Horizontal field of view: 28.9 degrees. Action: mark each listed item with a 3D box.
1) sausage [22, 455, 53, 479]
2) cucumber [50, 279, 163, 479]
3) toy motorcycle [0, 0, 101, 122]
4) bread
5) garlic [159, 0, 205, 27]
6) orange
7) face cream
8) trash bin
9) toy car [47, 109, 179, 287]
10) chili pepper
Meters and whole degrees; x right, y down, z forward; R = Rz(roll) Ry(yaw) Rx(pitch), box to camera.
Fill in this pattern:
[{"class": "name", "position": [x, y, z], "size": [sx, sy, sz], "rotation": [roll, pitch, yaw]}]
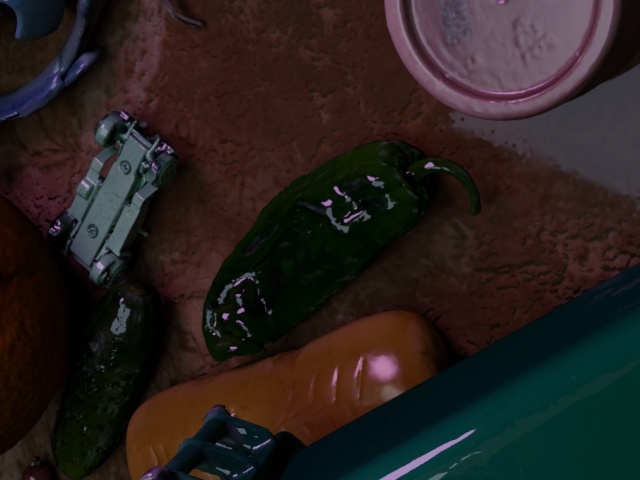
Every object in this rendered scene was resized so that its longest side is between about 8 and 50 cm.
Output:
[{"class": "sausage", "position": [-0.258, 0.304, 1.163], "size": [0.029, 0.029, 0.223], "rotation": [8, 108, 27]}, {"class": "cucumber", "position": [-0.184, 0.126, 1.051], "size": [0.069, 0.069, 0.227], "rotation": [34, 122, 16]}, {"class": "toy motorcycle", "position": [-0.290, -0.184, 0.978], "size": [0.260, 0.154, 0.206], "rotation": [-27, 114, 28]}, {"class": "bread", "position": [-0.025, 0.156, 0.958], "size": [0.305, 0.091, 0.142], "rotation": [-22, 88, 31]}, {"class": "garlic", "position": [-0.138, -0.253, 0.837], "size": [0.207, 0.207, 0.257], "rotation": [1, 113, 29]}, {"class": "orange", "position": [-0.334, 0.067, 1.010], "size": [0.264, 0.264, 0.264], "rotation": [9, 109, 27]}, {"class": "face cream", "position": [0.126, -0.155, 0.769], "size": [0.149, 0.104, 0.149], "rotation": [8, 108, 26]}, {"class": "trash bin", "position": [0.120, 0.157, 0.736], "size": [0.381, 0.259, 0.295], "rotation": [-35, 89, 8]}, {"class": "toy car", "position": [-0.163, -0.033, 0.996], "size": [0.073, 0.054, 0.143], "rotation": [38, 118, 16]}, {"class": "chili pepper", "position": [-0.001, 0.004, 0.910], "size": [0.257, 0.074, 0.100], "rotation": [-42, 75, 37]}]
